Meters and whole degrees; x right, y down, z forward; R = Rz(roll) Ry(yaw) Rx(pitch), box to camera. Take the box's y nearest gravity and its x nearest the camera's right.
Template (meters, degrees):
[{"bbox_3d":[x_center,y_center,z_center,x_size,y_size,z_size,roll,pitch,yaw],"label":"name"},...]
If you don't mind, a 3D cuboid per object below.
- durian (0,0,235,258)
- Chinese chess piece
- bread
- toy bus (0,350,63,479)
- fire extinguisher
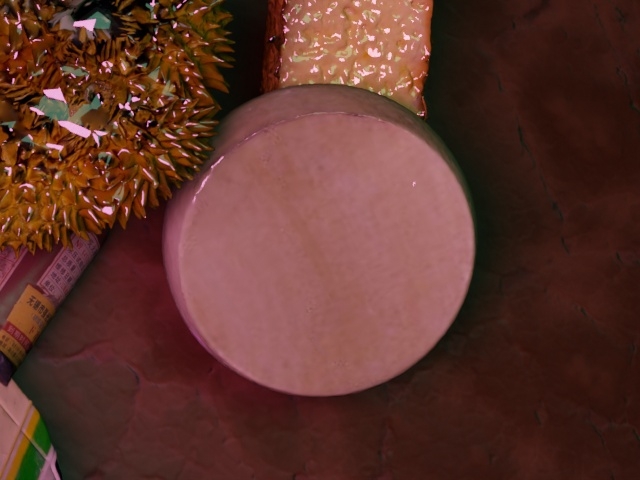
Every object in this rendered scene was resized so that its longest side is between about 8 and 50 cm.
[{"bbox_3d":[-0.196,-0.130,1.141,0.291,0.224,0.291,2,102,9],"label":"durian"},{"bbox_3d":[0.000,0.000,1.248,0.250,0.101,0.250,-2,108,-7],"label":"Chinese chess piece"},{"bbox_3d":[0.012,-0.147,1.322,0.143,0.139,0.229,5,106,-16],"label":"bread"},{"bbox_3d":[-0.267,0.234,1.045,0.179,0.143,0.305,56,26,-29],"label":"toy bus"},{"bbox_3d":[-0.226,-0.005,1.225,0.106,0.075,0.252,41,64,-20],"label":"fire extinguisher"}]
